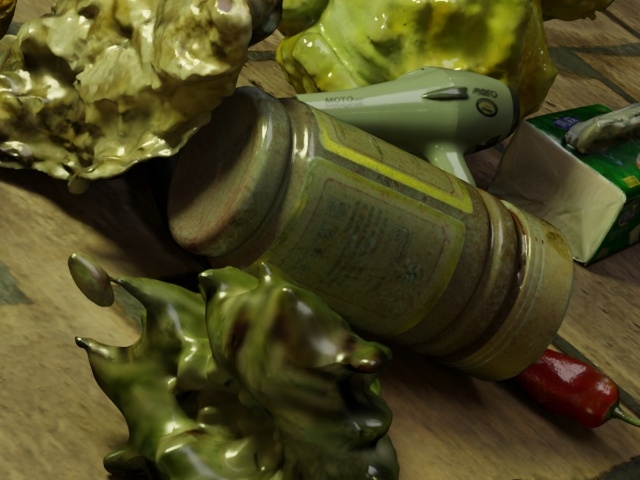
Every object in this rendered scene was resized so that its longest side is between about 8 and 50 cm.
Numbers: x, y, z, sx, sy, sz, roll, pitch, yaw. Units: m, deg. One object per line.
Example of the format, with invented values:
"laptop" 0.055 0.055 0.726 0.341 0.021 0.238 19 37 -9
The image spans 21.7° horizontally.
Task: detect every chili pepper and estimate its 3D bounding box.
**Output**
"chili pepper" 0.208 0.125 1.478 0.191 0.050 0.059 27 26 26

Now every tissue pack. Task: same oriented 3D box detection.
"tissue pack" 0.313 -0.088 1.859 0.148 0.156 0.209 37 28 22

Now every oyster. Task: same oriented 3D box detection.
"oyster" -0.164 -0.153 1.360 0.115 0.351 0.238 49 58 -31

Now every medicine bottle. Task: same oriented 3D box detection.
"medicine bottle" 0.043 -0.003 1.377 0.322 0.151 0.151 24 24 -30

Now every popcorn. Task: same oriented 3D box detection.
"popcorn" 0.112 -0.217 1.750 0.335 0.279 0.274 23 -14 -4

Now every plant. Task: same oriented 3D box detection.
"plant" 0.003 0.080 1.173 0.251 0.180 0.333 28 25 27

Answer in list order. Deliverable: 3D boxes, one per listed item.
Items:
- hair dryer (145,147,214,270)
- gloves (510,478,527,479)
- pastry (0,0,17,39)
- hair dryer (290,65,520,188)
"hair dryer" -0.103 -0.042 1.483 0.235 0.091 0.271 23 36 -35
"gloves" 0.057 0.223 1.043 0.219 0.140 0.131 -9 15 -7
"pastry" -0.337 -0.222 1.566 0.097 0.057 0.109 34 25 15
"hair dryer" 0.075 -0.054 1.555 0.229 0.092 0.267 13 61 -15
